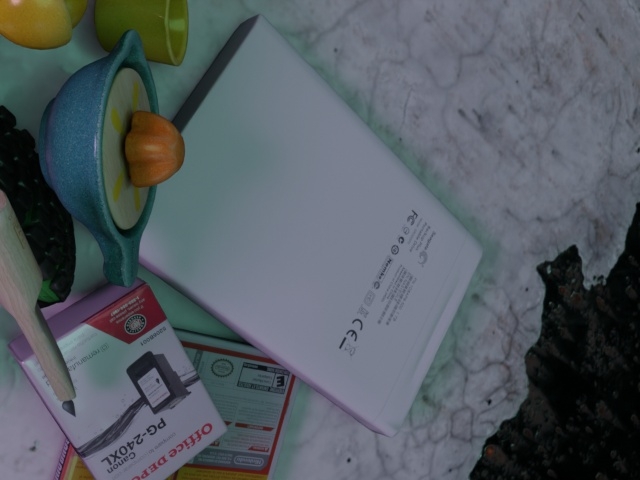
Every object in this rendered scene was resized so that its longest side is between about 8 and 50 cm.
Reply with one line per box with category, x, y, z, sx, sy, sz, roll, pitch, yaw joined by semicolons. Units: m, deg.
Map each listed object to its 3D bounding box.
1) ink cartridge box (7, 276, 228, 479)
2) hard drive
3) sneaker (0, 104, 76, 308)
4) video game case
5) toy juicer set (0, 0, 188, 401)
ink cartridge box;-0.156;0.119;0.600;0.109;0.063;0.151;-34;113;-24
hard drive;0.000;0.000;0.709;0.353;0.047;0.233;41;68;-30
sneaker;-0.308;-0.052;0.495;0.146;0.134;0.343;-36;128;17
video game case;-0.138;0.224;0.679;0.204;0.025;0.285;18;86;-33
toy juicer set;-0.139;-0.075;0.482;0.089;0.209;0.329;4;70;3
